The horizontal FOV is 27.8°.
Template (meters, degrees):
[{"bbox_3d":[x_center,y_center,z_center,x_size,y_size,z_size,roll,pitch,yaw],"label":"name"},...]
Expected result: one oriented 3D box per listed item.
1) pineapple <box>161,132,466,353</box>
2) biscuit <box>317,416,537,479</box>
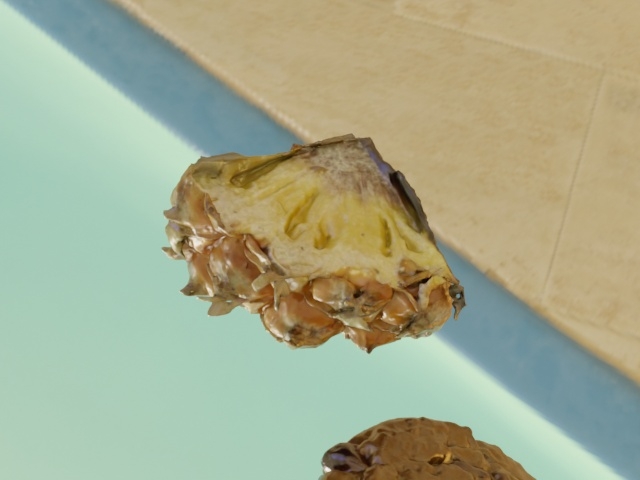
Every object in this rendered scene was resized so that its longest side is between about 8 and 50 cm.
[{"bbox_3d":[0.000,0.000,1.000,0.236,0.186,0.114,18,142,1],"label":"pineapple"},{"bbox_3d":[0.120,0.242,0.901,0.296,0.296,0.075,45,119,5],"label":"biscuit"}]
